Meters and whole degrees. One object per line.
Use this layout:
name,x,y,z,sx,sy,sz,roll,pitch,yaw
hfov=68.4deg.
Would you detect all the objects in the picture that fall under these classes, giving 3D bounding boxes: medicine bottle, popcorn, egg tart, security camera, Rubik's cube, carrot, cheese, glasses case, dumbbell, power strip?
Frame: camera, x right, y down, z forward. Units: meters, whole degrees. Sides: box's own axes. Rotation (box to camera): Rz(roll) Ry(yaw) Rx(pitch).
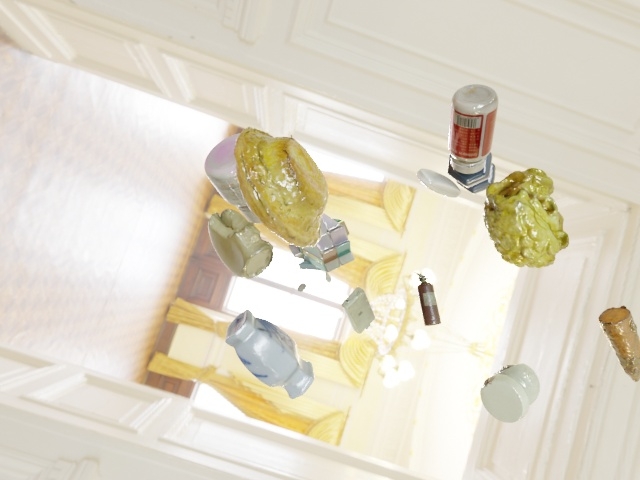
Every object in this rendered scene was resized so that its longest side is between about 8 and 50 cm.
medicine bottle,0.453,-0.330,1.413,0.250,0.131,0.131,78,22,-48
popcorn,0.537,-0.068,1.262,0.173,0.225,0.286,-22,-117,48
egg tart,-0.098,-0.192,1.533,0.178,0.443,0.443,-27,-157,22
security camera,0.784,0.601,1.911,0.236,0.194,0.195,-19,143,-39
Rubik's cube,0.000,0.000,2.696,0.368,0.358,0.387,65,-4,-8
carrot,0.952,0.336,1.471,0.102,0.101,0.263,-82,147,-75
medicine bottle,-0.296,-0.248,1.943,0.325,0.256,0.256,59,37,-43
cheese,-0.224,0.007,1.274,0.091,0.202,0.175,-35,166,-35
glasses case,0.377,-0.181,1.494,0.049,0.197,0.076,-51,-130,27
dumbbell,0.557,-0.258,1.720,0.316,0.143,0.157,2,94,-67
power strip,0.171,0.314,2.096,0.118,0.046,0.270,-43,140,-16

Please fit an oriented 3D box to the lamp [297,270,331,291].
lamp,-0.037,0.193,2.197,0.198,0.056,0.050,-20,-138,31

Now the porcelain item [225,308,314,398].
porcelain item,-0.211,0.480,2.009,0.178,0.405,0.242,-42,-164,8

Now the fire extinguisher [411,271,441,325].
fire extinguisher,0.432,0.239,1.955,0.071,0.099,0.231,135,-53,-66
